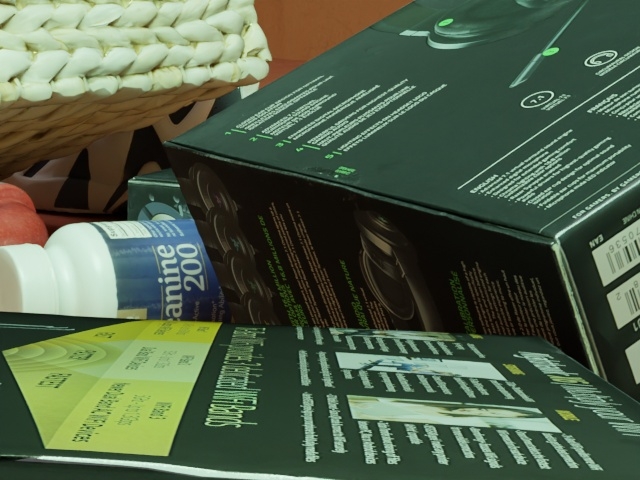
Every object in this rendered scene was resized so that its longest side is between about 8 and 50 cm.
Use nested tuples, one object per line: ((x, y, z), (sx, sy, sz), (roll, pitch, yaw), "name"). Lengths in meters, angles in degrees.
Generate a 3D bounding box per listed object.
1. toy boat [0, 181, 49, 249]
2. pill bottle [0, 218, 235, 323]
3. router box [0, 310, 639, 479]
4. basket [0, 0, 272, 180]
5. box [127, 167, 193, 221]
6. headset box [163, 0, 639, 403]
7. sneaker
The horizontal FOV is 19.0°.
((-0.239, -0.028, 0.887), (0.231, 0.151, 0.151), (-6, 12, -43), "toy boat")
((-0.088, 0.024, 0.873), (0.120, 0.067, 0.067), (-3, 11, -30), "pill bottle")
((-0.047, 0.069, 0.469), (0.243, 0.081, 0.309), (3, 2, -1), "router box")
((-0.260, -0.167, 1.133), (0.331, 0.266, 0.328), (-17, -1, 30), "basket")
((0.000, 0.000, 1.020), (0.147, 0.077, 0.180), (5, 10, 20), "box")
((0.109, -0.027, 0.778), (0.246, 0.131, 0.283), (-33, 25, -25), "headset box")
((-0.130, -0.093, 1.324), (0.235, 0.153, 0.094), (11, 10, 40), "sneaker")
